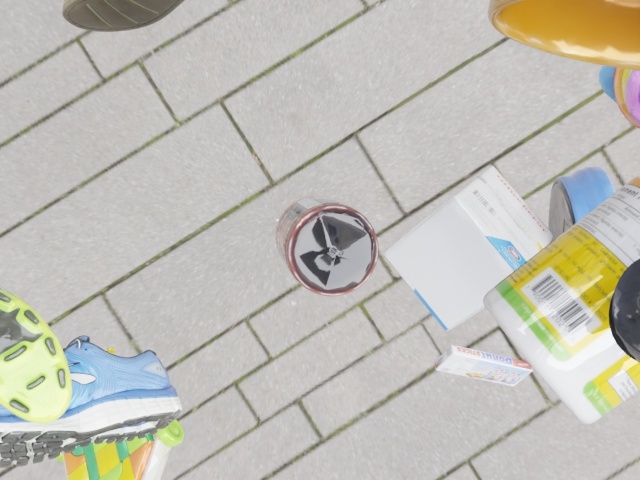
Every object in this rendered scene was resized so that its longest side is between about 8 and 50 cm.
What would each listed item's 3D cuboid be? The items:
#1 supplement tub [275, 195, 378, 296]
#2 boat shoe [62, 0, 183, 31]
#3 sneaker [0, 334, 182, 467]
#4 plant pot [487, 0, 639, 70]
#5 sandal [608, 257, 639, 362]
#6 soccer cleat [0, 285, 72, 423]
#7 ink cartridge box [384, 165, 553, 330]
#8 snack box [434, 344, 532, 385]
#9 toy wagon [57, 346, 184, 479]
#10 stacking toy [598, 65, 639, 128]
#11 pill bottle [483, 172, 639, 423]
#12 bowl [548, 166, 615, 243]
[{"bbox_3d":[0.000,0.000,0.849,0.106,0.198,0.106,-1,97,-9],"label":"supplement tub"},{"bbox_3d":[-0.250,-0.404,1.031,0.307,0.111,0.104,-14,74,21],"label":"boat shoe"},{"bbox_3d":[-0.372,0.222,0.996,0.330,0.130,0.147,-1,55,-36],"label":"sneaker"},{"bbox_3d":[0.209,-0.199,0.369,0.205,0.205,0.187,9,97,-4],"label":"plant pot"},{"bbox_3d":[0.298,0.065,0.390,0.255,0.054,0.097,10,69,18],"label":"sandal"},{"bbox_3d":[-0.391,0.095,0.813,0.289,0.121,0.093,45,66,3],"label":"soccer cleat"},{"bbox_3d":[0.259,0.008,1.191,0.171,0.233,0.168,51,124,6],"label":"ink cartridge box"},{"bbox_3d":[0.309,0.238,1.320,0.178,0.022,0.064,15,135,-19],"label":"snack box"},{"bbox_3d":[-0.405,0.346,1.332,0.267,0.068,0.344,-38,52,11],"label":"toy wagon"},{"bbox_3d":[0.436,-0.188,0.854,0.175,0.302,0.165,40,121,9],"label":"stacking toy"},{"bbox_3d":[0.271,0.026,0.574,0.246,0.136,0.136,-39,94,9],"label":"pill bottle"},{"bbox_3d":[0.494,0.058,1.309,0.077,0.391,0.391,-5,92,10],"label":"bowl"}]
